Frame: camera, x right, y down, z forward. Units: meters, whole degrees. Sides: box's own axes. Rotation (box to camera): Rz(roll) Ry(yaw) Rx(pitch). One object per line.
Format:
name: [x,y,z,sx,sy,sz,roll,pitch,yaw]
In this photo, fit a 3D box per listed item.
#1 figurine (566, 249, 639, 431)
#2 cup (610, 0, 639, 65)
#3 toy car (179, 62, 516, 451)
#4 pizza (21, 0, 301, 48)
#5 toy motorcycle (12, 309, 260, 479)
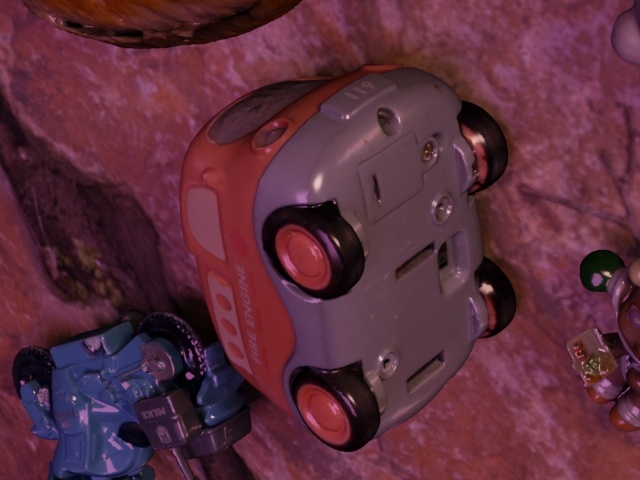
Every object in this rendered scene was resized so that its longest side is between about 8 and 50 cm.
figurine: [0.224,0.066,1.152,0.147,0.093,0.197,47,139,17]
cup: [0.234,-0.131,0.948,0.142,0.173,0.134,20,102,27]
toy car: [0.000,0.000,1.228,0.212,0.180,0.270,21,132,37]
pizza: [-0.141,-0.314,1.114,0.440,0.130,0.406,-3,117,60]
toy motorcycle: [-0.161,0.158,1.500,0.272,0.123,0.182,-17,98,44]
